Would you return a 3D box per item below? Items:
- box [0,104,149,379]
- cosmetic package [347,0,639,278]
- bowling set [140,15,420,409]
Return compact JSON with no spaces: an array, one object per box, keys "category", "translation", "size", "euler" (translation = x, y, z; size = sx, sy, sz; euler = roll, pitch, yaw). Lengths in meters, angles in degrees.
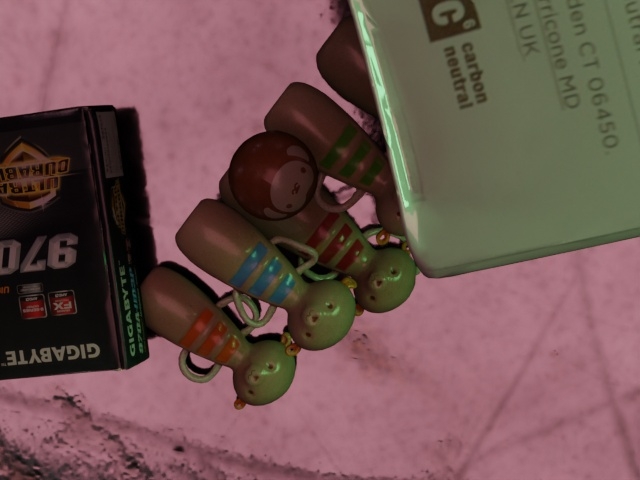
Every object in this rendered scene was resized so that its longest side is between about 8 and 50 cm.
[{"category":"box","translation":[-0.234,0.008,1.073],"size":[0.220,0.051,0.175],"euler":[-6,94,15]},{"category":"cosmetic package","translation":[0.214,-0.198,0.862],"size":[0.327,0.393,0.329],"euler":[-14,94,23]},{"category":"bowling set","translation":[0.000,0.000,1.026],"size":[0.154,0.200,0.287],"euler":[37,98,-3]}]
